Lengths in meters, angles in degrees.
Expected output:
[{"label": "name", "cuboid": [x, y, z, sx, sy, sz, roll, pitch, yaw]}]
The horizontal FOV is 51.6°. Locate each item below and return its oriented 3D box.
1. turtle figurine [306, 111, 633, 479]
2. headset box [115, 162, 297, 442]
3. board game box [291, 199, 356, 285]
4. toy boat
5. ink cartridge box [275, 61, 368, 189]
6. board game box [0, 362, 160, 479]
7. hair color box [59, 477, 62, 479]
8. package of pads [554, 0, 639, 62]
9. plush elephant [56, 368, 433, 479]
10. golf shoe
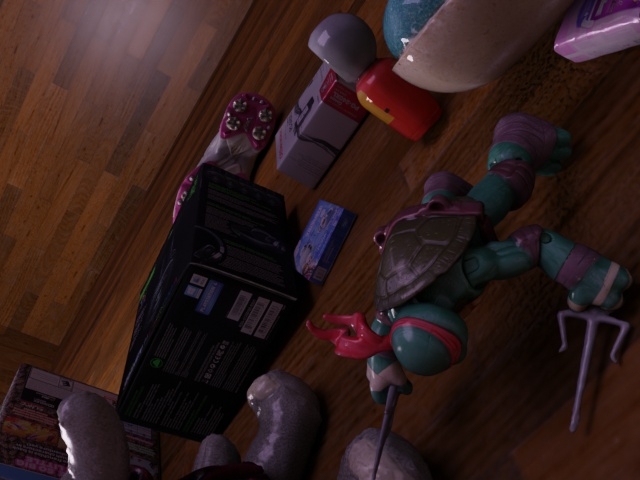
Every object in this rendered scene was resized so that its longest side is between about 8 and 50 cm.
[{"label": "turtle figurine", "cuboid": [0.088, 0.021, 0.399, 0.175, 0.118, 0.234, -19, 31, 36]}, {"label": "headset box", "cuboid": [-0.148, 0.067, 0.868, 0.246, 0.131, 0.283, -59, 20, 24]}, {"label": "board game box", "cuboid": [0.000, 0.000, 0.775, 0.090, 0.020, 0.090, -64, 19, 1]}, {"label": "toy boat", "cuboid": [0.099, -0.200, 0.542, 0.267, 0.148, 0.318, -51, 5, -30]}, {"label": "ink cartridge box", "cuboid": [0.000, -0.162, 0.903, 0.150, 0.063, 0.109, -53, 23, 26]}, {"label": "board game box", "cuboid": [-0.369, 0.337, 0.958, 0.141, 0.232, 0.291, -61, 20, 8]}, {"label": "hair color box", "cuboid": [-0.283, 0.446, 0.687, 0.347, 0.174, 0.105, -60, 5, 8]}, {"label": "package of pads", "cuboid": [0.204, -0.156, 0.457, 0.083, 0.032, 0.050, 6, 73, 68]}, {"label": "plush elephant", "cuboid": [-0.130, 0.226, 0.484, 0.330, 0.255, 0.272, -64, 21, -2]}, {"label": "golf shoe", "cuboid": [-0.182, -0.130, 1.266, 0.306, 0.115, 0.140, -61, 9, -11]}]
